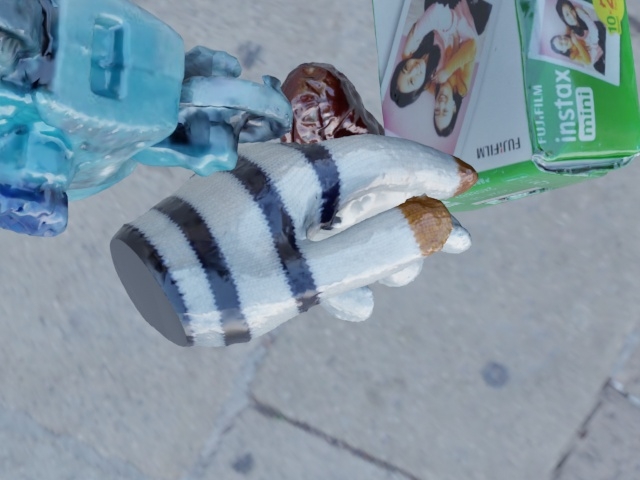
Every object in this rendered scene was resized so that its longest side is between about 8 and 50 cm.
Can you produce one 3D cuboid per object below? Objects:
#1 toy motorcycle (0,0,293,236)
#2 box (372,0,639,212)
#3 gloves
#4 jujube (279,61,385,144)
[{"bbox_3d":[-0.157,-0.074,0.855,0.260,0.206,0.154,16,71,-51],"label":"toy motorcycle"},{"bbox_3d":[0.119,-0.153,1.238,0.103,0.180,0.250,-5,85,-36],"label":"box"},{"bbox_3d":[-0.009,-0.012,1.100,0.218,0.140,0.131,-31,82,-18],"label":"gloves"},{"bbox_3d":[0.007,-0.080,1.321,0.077,0.077,0.129,-38,148,-6],"label":"jujube"}]
